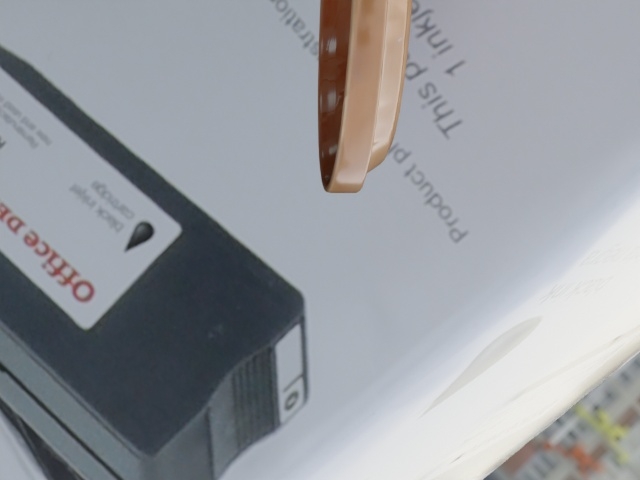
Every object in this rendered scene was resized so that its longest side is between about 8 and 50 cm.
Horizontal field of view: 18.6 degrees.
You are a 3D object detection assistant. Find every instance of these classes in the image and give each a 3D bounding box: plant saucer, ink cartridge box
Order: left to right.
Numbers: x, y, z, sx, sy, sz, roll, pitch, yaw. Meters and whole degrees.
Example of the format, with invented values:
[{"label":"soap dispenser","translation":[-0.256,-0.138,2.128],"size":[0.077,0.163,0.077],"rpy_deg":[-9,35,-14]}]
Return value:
[{"label":"ink cartridge box","translation":[0.000,0.000,0.619],"size":[0.395,0.166,0.285],"rpy_deg":[-43,165,23]},{"label":"plant saucer","translation":[0.009,-0.051,0.399],"size":[0.083,0.013,0.083],"rpy_deg":[-178,-90,-86]}]
